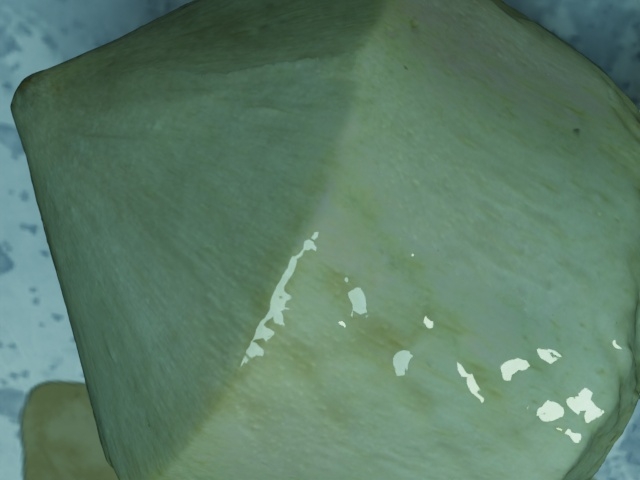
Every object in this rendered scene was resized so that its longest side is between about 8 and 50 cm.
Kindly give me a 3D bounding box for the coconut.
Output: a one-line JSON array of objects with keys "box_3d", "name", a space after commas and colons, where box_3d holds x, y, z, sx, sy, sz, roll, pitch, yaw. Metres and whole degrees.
[{"box_3d": [0.000, 0.000, 0.770, 0.329, 0.329, 0.328, 1, 118, 2], "name": "coconut"}]
